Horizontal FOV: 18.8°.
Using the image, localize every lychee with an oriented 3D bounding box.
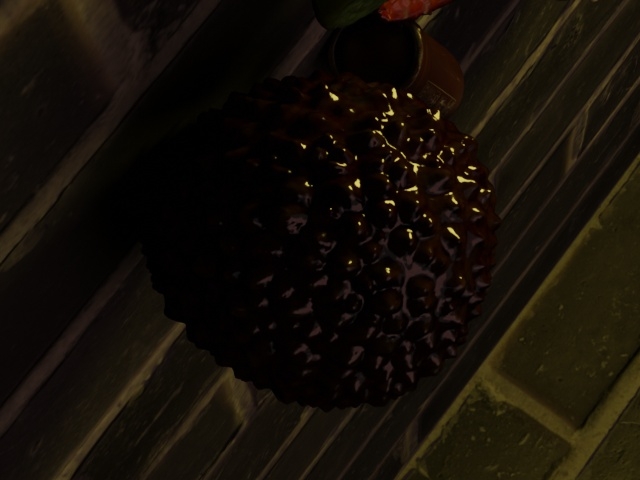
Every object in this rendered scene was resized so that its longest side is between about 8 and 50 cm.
[{"bbox_3d":[0.000,0.000,1.633,0.330,0.306,0.306,5,121,-48],"label":"lychee"}]

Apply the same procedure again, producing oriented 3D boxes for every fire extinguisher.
[{"bbox_3d":[0.080,-0.165,1.929,0.104,0.105,0.269,-57,166,6],"label":"fire extinguisher"}]

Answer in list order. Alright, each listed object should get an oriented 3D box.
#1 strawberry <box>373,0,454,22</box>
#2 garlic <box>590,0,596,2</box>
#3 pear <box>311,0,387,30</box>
[{"bbox_3d":[0.086,-0.270,1.761,0.188,0.082,0.121,-32,134,-37],"label":"strawberry"},{"bbox_3d":[0.322,-0.385,2.122,0.279,0.132,0.325,-50,167,-24],"label":"garlic"},{"bbox_3d":[0.070,-0.279,1.576,0.239,0.139,0.288,-45,175,25],"label":"pear"}]
